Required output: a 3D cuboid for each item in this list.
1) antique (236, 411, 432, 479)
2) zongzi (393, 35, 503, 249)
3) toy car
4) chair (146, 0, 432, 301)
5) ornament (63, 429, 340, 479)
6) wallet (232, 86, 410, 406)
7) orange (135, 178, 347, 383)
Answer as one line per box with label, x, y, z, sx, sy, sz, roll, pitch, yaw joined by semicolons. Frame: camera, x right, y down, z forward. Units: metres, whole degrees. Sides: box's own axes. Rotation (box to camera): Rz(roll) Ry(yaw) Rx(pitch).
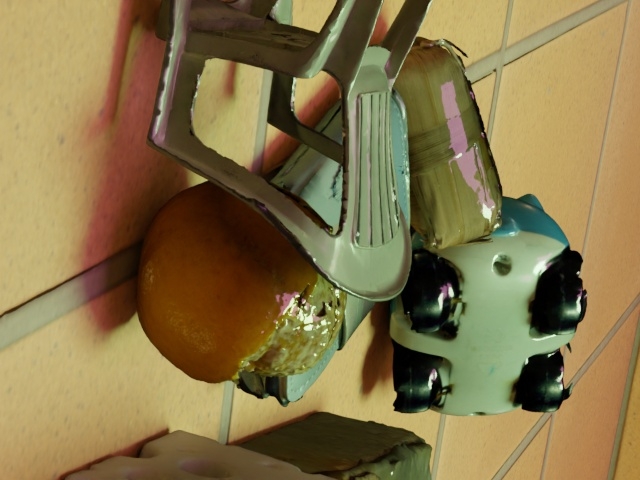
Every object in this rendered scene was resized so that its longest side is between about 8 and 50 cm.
antique;0.000;0.229;1.456;0.284;0.125;0.150;18;82;-70
zongzi;0.085;-0.099;1.551;0.197;0.099;0.194;-134;-154;-68
toy car;0.160;0.056;1.708;0.190;0.188;0.255;-95;-175;-48
chair;-0.001;-0.121;1.113;0.203;0.190;0.275;-24;132;-65
ornament;-0.066;0.292;1.149;0.239;0.239;0.240;-13;115;-68
wallet;0.000;0.000;1.377;0.250;0.075;0.176;-50;145;-49
orange;-0.055;0.031;1.153;0.134;0.156;0.156;-38;179;29
